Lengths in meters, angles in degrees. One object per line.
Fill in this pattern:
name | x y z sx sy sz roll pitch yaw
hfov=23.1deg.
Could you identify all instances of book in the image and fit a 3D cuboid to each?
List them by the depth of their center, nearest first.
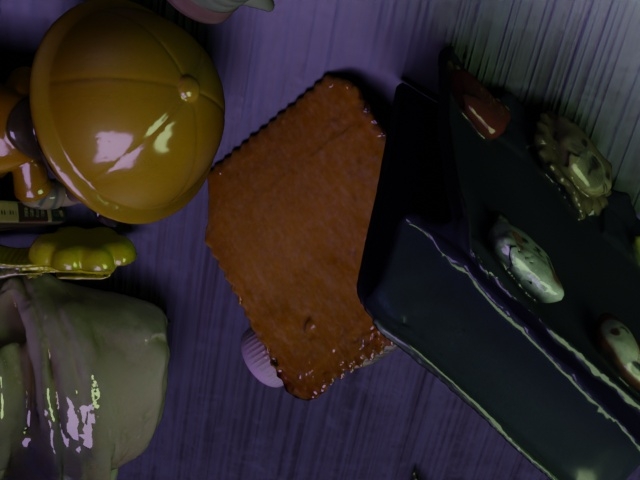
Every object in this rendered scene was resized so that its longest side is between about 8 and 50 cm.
book | -0.348 -0.018 1.420 0.161 0.231 0.026 -5 89 12

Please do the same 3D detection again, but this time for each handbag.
handbag | 0.182 0.016 1.301 0.303 0.329 0.122 41 123 -21

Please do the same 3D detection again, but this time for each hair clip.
hair clip | -0.263 0.015 1.515 0.173 0.072 0.046 -4 118 8

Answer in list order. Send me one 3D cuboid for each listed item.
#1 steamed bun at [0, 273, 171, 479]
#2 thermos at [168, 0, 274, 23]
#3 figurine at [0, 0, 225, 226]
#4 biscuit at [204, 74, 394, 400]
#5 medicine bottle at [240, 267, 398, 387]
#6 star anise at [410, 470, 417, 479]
steamed bun | -0.307 0.175 1.582 0.275 0.206 0.320 31 125 -18
thermos | -0.034 -0.273 1.181 0.176 0.146 0.265 32 134 -30
figurine | -0.207 -0.102 1.329 0.257 0.167 0.192 -9 97 16
biscuit | 0.000 0.000 1.415 0.232 0.013 0.237 -36 79 33
medicine bottle | 0.019 0.066 1.497 0.122 0.122 0.212 38 126 -26
star anise | 0.120 0.343 1.780 0.182 0.065 0.195 35 131 -22
